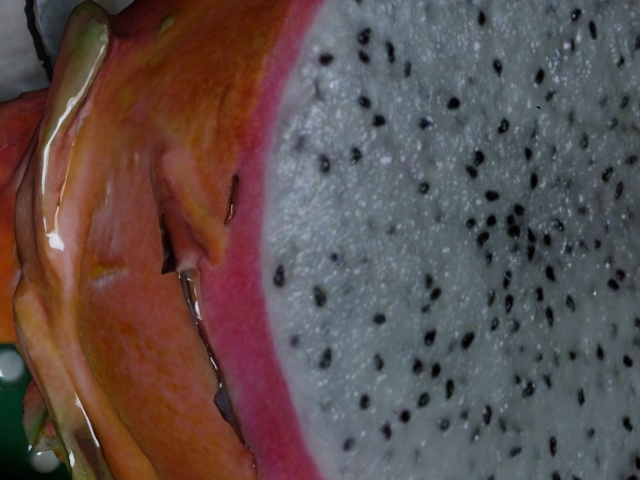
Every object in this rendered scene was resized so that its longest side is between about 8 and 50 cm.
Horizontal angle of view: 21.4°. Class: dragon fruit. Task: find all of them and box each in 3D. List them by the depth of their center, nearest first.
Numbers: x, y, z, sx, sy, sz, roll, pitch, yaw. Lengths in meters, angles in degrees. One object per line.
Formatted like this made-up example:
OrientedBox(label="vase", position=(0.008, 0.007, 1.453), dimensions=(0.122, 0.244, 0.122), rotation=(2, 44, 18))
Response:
OrientedBox(label="dragon fruit", position=(0.000, 0.000, 0.661), dimensions=(0.305, 0.225, 0.306), rotation=(0, 90, -40))

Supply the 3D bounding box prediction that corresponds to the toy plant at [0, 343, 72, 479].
OrientedBox(label="toy plant", position=(-0.208, 0.052, 0.716), dimensions=(0.232, 0.112, 0.243), rotation=(-45, 109, -9))
